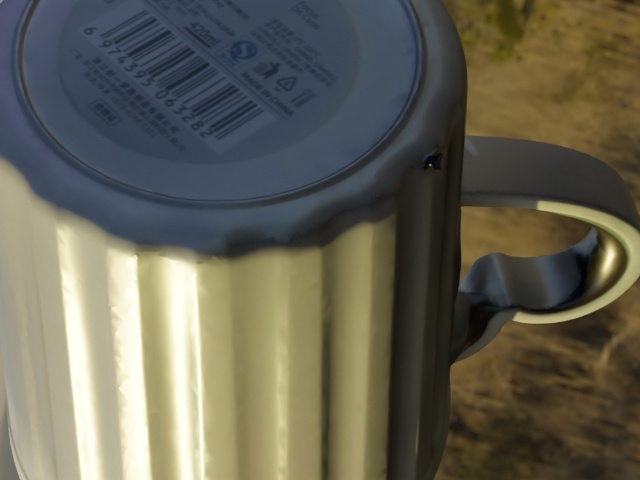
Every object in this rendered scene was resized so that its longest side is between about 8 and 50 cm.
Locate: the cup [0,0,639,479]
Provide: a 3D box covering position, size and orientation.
[{"bbox_3d":[-0.012,-0.008,0.575,0.221,0.167,0.202,-32,-30,-24],"label":"cup"}]
